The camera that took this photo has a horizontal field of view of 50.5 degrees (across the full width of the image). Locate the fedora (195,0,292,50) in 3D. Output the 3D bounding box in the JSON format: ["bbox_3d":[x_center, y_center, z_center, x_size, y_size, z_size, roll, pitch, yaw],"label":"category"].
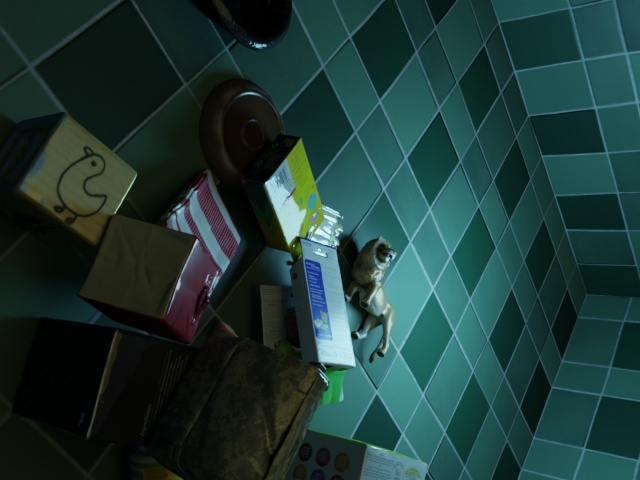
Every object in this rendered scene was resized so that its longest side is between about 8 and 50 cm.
[{"bbox_3d":[-0.222,-0.644,1.736,0.334,0.152,0.334,-2,92,-50],"label":"fedora"}]

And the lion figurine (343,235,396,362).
[{"bbox_3d":[0.181,0.196,2.267,0.240,0.142,0.392,-53,142,-44],"label":"lion figurine"}]

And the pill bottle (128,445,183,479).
[{"bbox_3d":[-0.374,0.599,1.597,0.136,0.136,0.246,-9,97,-49],"label":"pill bottle"}]

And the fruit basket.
[{"bbox_3d":[-0.061,0.309,1.981,0.327,0.165,0.353,5,71,-50],"label":"fruit basket"}]

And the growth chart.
[{"bbox_3d":[0.000,0.000,2.112,0.172,0.021,0.237,35,65,-45],"label":"growth chart"}]

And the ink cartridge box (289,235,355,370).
[{"bbox_3d":[0.001,0.183,1.939,0.175,0.069,0.371,18,58,-49],"label":"ink cartridge box"}]

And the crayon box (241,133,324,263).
[{"bbox_3d":[-0.095,-0.112,1.913,0.202,0.081,0.319,-56,145,-33],"label":"crayon box"}]

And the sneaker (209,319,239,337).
[{"bbox_3d":[-0.242,0.283,1.817,0.065,0.061,0.158,-48,119,-19],"label":"sneaker"}]

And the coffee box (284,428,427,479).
[{"bbox_3d":[0.057,0.742,1.951,0.338,0.337,0.334,32,67,-45],"label":"coffee box"}]

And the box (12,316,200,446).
[{"bbox_3d":[-0.385,0.316,1.459,0.395,0.293,0.212,26,71,-47],"label":"box"}]

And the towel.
[{"bbox_3d":[-0.288,-0.010,1.668,0.329,0.037,0.237,-69,142,-57],"label":"towel"}]

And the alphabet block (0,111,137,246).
[{"bbox_3d":[-0.528,-0.116,1.360,0.197,0.193,0.192,44,61,-41],"label":"alphabet block"}]

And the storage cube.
[{"bbox_3d":[-0.340,0.081,1.382,0.193,0.215,0.184,76,31,-68],"label":"storage cube"}]

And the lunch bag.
[{"bbox_3d":[-0.144,0.356,1.320,0.212,0.256,0.305,53,54,-36],"label":"lunch bag"}]

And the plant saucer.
[{"bbox_3d":[-0.196,-0.289,1.857,0.310,0.050,0.311,0,90,-49],"label":"plant saucer"}]
